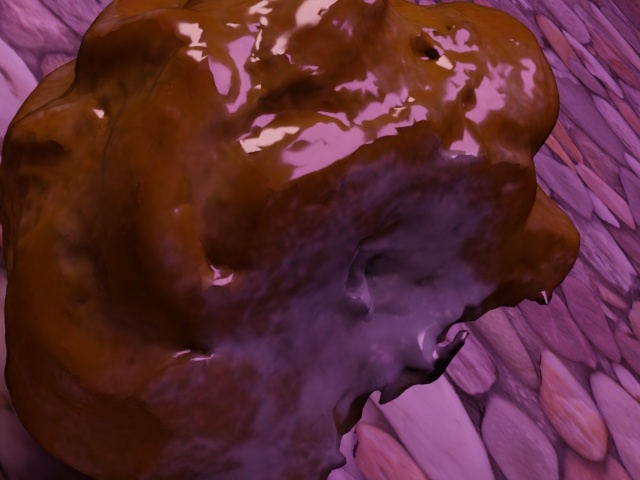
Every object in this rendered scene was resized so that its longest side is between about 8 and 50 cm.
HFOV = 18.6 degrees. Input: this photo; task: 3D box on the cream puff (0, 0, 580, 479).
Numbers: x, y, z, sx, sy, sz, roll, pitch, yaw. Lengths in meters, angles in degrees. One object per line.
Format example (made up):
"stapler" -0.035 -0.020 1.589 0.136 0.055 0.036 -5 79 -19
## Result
"cream puff" -0.050 -0.027 1.004 0.270 0.323 0.274 34 -20 43
